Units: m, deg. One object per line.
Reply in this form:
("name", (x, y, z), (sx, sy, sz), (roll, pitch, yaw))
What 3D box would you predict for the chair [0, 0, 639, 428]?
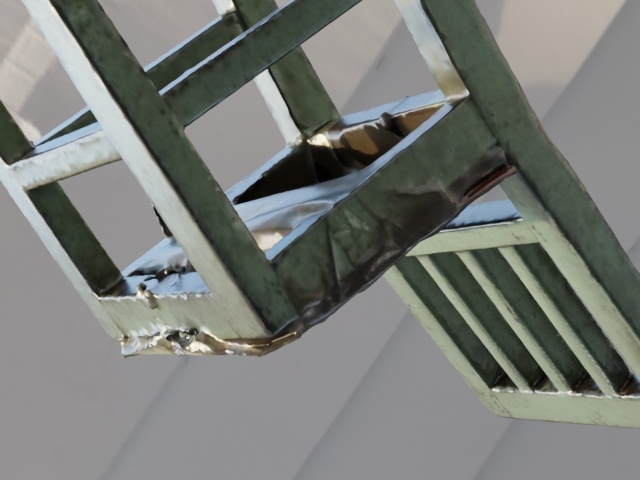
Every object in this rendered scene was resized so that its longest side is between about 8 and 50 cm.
("chair", (0.000, 0.000, 0.473), (0.147, 0.136, 0.270), (-40, -73, -26))
